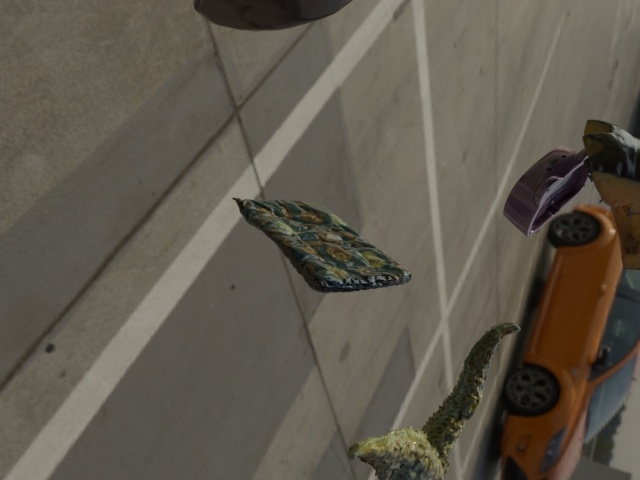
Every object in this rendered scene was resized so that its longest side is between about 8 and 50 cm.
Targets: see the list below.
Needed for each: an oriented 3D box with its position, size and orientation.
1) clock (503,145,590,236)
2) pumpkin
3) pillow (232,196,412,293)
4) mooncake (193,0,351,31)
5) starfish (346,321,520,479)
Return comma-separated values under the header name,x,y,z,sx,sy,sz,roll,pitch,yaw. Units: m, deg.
name,x,y,z,sx,sy,sz,roll,pitch,yaw
clock,0.335,-0.084,0.982,0.153,0.050,0.110,-37,149,-23
pumpkin,0.439,-0.076,0.876,0.254,0.149,0.130,47,48,-42
pillow,0.000,0.001,1.013,0.189,0.255,0.034,2,119,-40
mooncake,-0.076,-0.458,0.978,0.334,0.326,0.174,-49,166,-2
starfish,0.073,0.251,0.705,0.358,0.078,0.347,-32,158,-34
